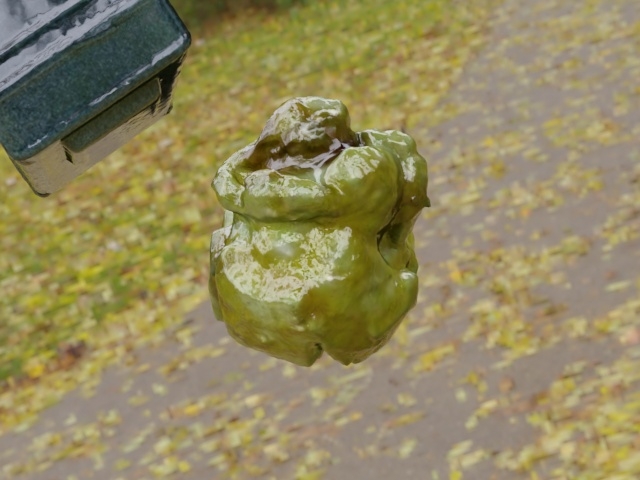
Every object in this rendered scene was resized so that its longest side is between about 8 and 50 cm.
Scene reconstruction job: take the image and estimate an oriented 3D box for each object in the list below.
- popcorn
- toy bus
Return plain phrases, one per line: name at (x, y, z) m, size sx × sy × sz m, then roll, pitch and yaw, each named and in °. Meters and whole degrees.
popcorn at (-0.005, -0.002, 1.431) m, size 0.225 × 0.276 × 0.276 m, roll -3°, pitch 14°, yaw -5°
toy bus at (-0.177, -0.127, 0.886) m, size 0.138 × 0.167 × 0.275 m, roll -36°, pitch 2°, yaw -9°
